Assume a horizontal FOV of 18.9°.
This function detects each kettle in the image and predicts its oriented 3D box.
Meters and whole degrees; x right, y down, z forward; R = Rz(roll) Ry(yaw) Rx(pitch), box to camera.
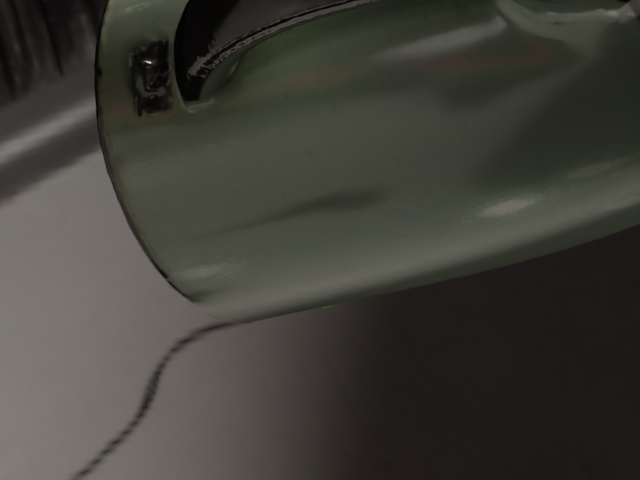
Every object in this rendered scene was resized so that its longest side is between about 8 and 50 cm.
[{"bbox_3d":[0.040,-0.070,0.717,0.236,0.221,0.161,-11,74,29],"label":"kettle"}]

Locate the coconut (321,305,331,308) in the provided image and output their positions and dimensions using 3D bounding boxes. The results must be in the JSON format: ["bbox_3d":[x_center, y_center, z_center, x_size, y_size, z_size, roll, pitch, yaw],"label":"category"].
[{"bbox_3d":[0.000,0.000,1.133,0.083,0.081,0.082,-29,52,40],"label":"coconut"}]
